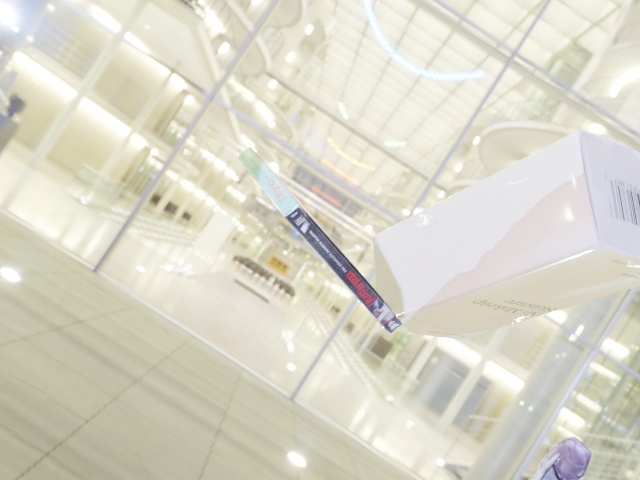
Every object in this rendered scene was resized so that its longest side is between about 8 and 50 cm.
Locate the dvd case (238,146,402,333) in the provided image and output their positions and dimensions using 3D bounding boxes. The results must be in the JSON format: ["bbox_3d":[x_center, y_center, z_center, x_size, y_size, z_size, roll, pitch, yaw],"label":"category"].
[{"bbox_3d":[0.000,0.000,0.468,0.119,0.013,0.087,47,2,-37],"label":"dvd case"}]

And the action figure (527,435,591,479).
[{"bbox_3d":[0.100,0.258,0.516,0.185,0.285,0.099,53,-36,17],"label":"action figure"}]

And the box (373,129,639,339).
[{"bbox_3d":[0.208,0.011,0.823,0.148,0.121,0.311,12,-25,-31],"label":"box"}]
